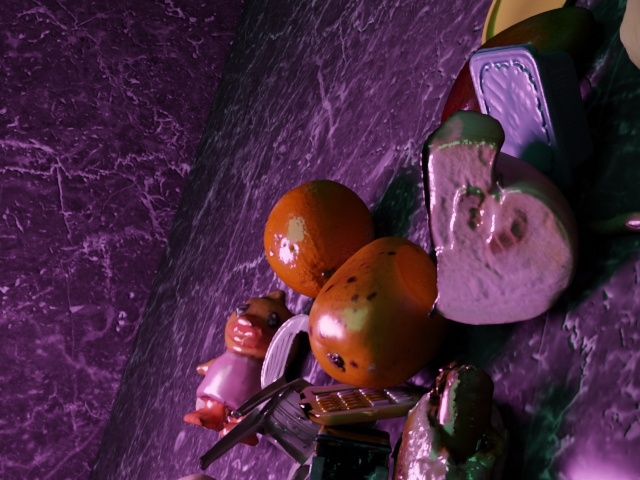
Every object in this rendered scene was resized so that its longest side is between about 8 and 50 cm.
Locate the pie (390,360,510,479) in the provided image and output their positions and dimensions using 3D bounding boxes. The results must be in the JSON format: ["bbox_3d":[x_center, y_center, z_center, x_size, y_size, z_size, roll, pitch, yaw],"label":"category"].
[{"bbox_3d":[0.128,0.295,1.029,0.257,0.105,0.274,113,171,-52],"label":"pie"}]

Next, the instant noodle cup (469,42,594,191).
[{"bbox_3d":[0.258,-0.151,1.098,0.157,0.070,0.179,-157,49,-70],"label":"instant noodle cup"}]

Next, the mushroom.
[{"bbox_3d":[0.226,-0.034,1.053,0.162,0.173,0.236,-45,-45,-49],"label":"mushroom"}]

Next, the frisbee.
[{"bbox_3d":[0.313,-0.360,1.359,0.236,0.017,0.236,-52,24,36],"label":"frisbee"}]

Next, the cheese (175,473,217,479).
[{"bbox_3d":[-0.157,0.551,1.414,0.351,0.129,0.328,86,169,-65],"label":"cheese"}]

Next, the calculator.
[{"bbox_3d":[0.051,0.214,1.207,0.236,0.157,0.033,158,107,-84],"label":"calculator"}]

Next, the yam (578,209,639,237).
[{"bbox_3d":[0.329,-0.017,0.915,0.029,0.027,0.234,-61,17,-14],"label":"yam"}]

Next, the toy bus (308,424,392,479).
[{"bbox_3d":[0.028,0.335,1.137,0.114,0.098,0.201,-31,-51,-84],"label":"toy bus"}]

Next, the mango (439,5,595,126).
[{"bbox_3d":[0.250,-0.216,1.228,0.267,0.111,0.133,-45,13,35],"label":"mango"}]

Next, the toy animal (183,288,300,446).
[{"bbox_3d":[-0.121,0.222,1.679,0.169,0.195,0.281,26,-99,-69],"label":"toy animal"}]

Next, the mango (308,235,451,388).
[{"bbox_3d":[0.077,0.093,1.258,0.191,0.160,0.290,-41,13,24],"label":"mango"}]

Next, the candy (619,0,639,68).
[{"bbox_3d":[0.390,-0.185,0.811,0.343,0.132,0.142,-116,9,-68],"label":"candy"}]

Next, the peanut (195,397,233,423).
[{"bbox_3d":[-0.192,0.305,1.868,0.207,0.087,0.087,-56,22,29],"label":"peanut"}]

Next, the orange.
[{"bbox_3d":[0.000,0.000,1.541,0.206,0.206,0.206,-53,23,36],"label":"orange"}]

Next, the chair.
[{"bbox_3d":[-0.050,0.260,1.404,0.203,0.190,0.274,-54,-5,32],"label":"chair"}]
